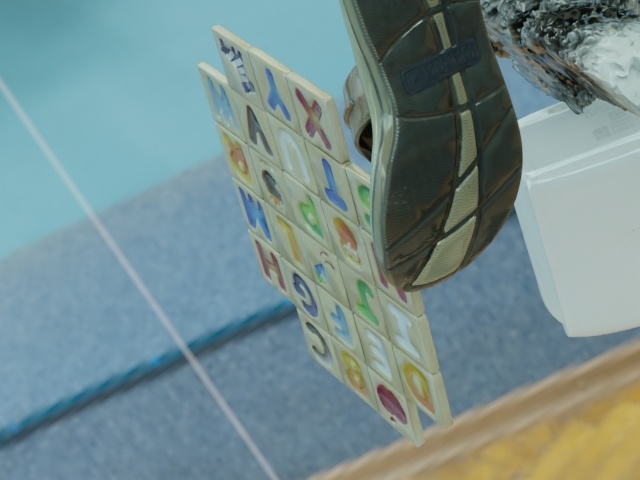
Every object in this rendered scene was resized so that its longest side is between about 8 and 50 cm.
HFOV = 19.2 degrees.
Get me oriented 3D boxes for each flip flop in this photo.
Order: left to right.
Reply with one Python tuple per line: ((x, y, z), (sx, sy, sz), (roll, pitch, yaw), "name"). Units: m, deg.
((0.055, -0.099, 1.208), (0.112, 0.277, 0.080), (-24, 27, -20), "flip flop")

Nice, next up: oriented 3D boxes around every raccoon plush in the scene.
((0.294, -0.270, 1.729), (0.299, 0.216, 0.446), (-51, 36, 1), "raccoon plush")

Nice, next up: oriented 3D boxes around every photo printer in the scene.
((0.334, -0.030, 1.954), (0.256, 0.307, 0.107), (-20, 48, 2), "photo printer")

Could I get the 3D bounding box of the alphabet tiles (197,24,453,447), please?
((0.000, 0.000, 1.500), (0.011, 0.342, 0.285), (-30, 38, -19), "alphabet tiles")
